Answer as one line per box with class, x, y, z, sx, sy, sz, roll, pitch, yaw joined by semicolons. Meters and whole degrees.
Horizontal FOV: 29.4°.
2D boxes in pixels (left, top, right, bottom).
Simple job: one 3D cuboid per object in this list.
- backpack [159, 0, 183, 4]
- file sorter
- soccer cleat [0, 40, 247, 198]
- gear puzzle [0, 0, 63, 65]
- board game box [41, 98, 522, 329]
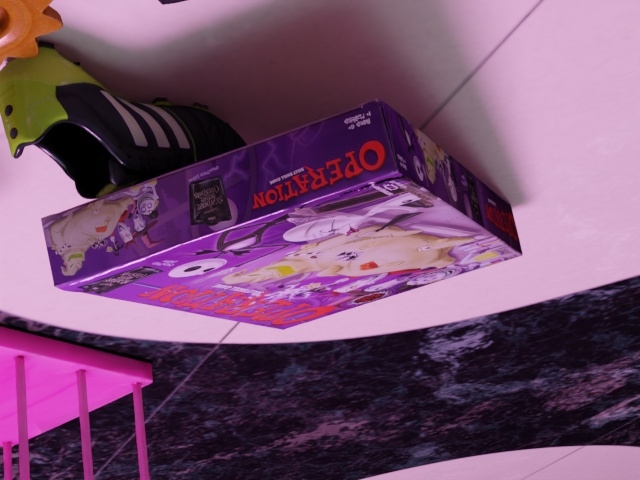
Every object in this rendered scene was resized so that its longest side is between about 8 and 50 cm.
backpack;-0.034;-0.171;0.434;0.182;0.115;0.152;-32;145;33
file sorter;-0.304;0.193;1.013;0.202;0.182;0.290;-26;151;30
soccer cleat;-0.109;-0.052;0.701;0.060;0.072;0.179;-28;149;34
gear puzzle;-0.276;-0.125;0.533;0.338;0.044;0.175;2;151;-30
board game box;0.000;0.000;0.800;0.208;0.056;0.347;-14;168;18
